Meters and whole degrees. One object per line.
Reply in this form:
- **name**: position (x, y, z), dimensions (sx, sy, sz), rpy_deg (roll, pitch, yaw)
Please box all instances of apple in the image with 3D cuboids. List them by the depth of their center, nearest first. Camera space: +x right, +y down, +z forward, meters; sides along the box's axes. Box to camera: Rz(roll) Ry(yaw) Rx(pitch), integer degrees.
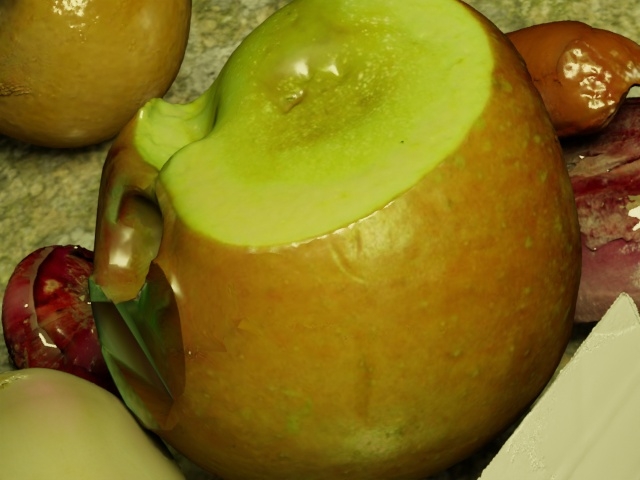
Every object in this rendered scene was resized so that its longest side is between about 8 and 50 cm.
- **apple**: position (0.000, 0.000, 1.182), dimensions (0.374, 0.374, 0.384), rpy_deg (-9, 90, 1)

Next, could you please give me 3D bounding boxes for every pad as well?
- **pad**: position (0.196, 0.168, 1.182), dimensions (0.004, 0.156, 0.232), rpy_deg (12, 52, 48)

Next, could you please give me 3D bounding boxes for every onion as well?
- **onion**: position (0.279, -0.050, 1.290), dimensions (0.283, 0.120, 0.227), rpy_deg (-11, 40, 23)
- **onion**: position (-0.218, 0.086, 1.333), dimensions (0.140, 0.150, 0.150), rpy_deg (-36, 43, 36)

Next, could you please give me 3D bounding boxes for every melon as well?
- **melon**: position (-0.191, 0.233, 1.137), dimensions (0.223, 0.223, 0.317), rpy_deg (-23, 55, -9)

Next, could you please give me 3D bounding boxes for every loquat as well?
- **loquat**: position (-0.247, -0.214, 1.457), dimensions (0.263, 0.263, 0.263), rpy_deg (-4, 54, 5)

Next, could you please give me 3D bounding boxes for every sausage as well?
- **sausage**: position (0.152, -0.125, 1.332), dimensions (0.102, 0.102, 0.330), rpy_deg (-43, 17, -22)
